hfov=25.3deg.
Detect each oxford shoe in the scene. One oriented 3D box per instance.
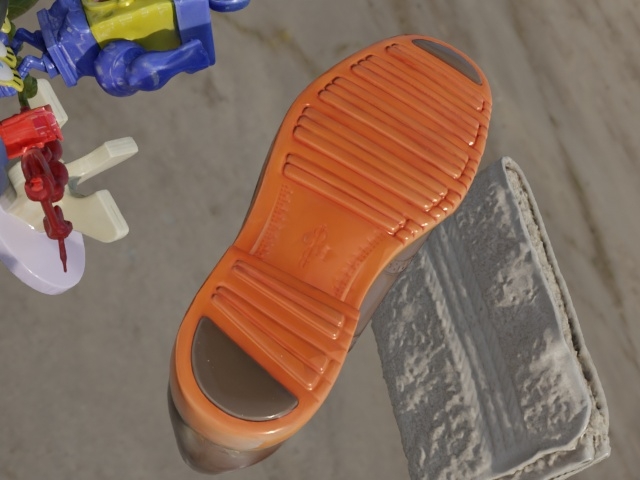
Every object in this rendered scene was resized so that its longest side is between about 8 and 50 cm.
[{"bbox_3d":[0.000,0.000,0.972,0.130,0.133,0.364,34,58,4],"label":"oxford shoe"}]

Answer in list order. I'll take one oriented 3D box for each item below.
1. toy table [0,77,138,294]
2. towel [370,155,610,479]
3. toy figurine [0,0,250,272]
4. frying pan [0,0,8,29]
[{"bbox_3d":[-0.385,-0.080,2.035,0.274,0.161,0.252,55,32,-5],"label":"toy table"},{"bbox_3d":[0.128,0.088,1.205,0.049,0.187,0.282,20,45,-45],"label":"towel"},{"bbox_3d":[-0.162,-0.166,1.174,0.362,0.217,0.191,-116,-172,-54],"label":"toy figurine"},{"bbox_3d":[-0.322,-0.160,1.001,0.326,0.197,0.053,37,-17,49],"label":"frying pan"}]
